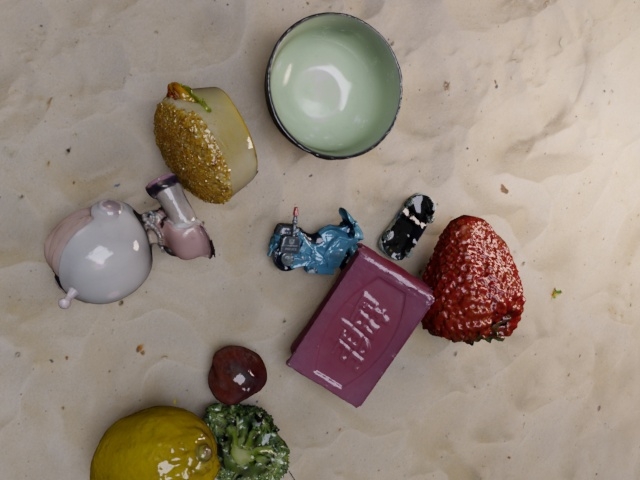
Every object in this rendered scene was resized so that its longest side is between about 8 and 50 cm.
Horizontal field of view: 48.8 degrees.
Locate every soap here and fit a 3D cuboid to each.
[{"bbox_3d":[0.098,0.217,1.802,0.233,0.128,0.359,32,102,-2],"label":"soap"}]

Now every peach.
[{"bbox_3d":[-0.207,0.345,1.768,0.152,0.152,0.151,-1,93,-18],"label":"peach"}]

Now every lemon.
[{"bbox_3d":[-0.378,0.515,1.638,0.316,0.285,0.285,-43,105,8],"label":"lemon"}]

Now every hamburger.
[{"bbox_3d":[-0.279,-0.222,1.650,0.179,0.276,0.294,-28,87,-22],"label":"hamburger"}]

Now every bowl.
[{"bbox_3d":[0.012,-0.375,1.778,0.354,0.185,0.353,-1,94,-18],"label":"bowl"}]

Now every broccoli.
[{"bbox_3d":[-0.195,0.509,1.767,0.198,0.176,0.226,-35,117,-11],"label":"broccoli"}]

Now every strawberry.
[{"bbox_3d":[0.407,0.105,1.910,0.312,0.267,0.350,1,83,-40],"label":"strawberry"}]

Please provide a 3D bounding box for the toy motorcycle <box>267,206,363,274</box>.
[{"bbox_3d":[0.000,0.000,1.832,0.272,0.123,0.181,4,102,-19],"label":"toy motorcycle"}]

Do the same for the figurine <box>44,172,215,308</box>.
[{"bbox_3d":[-0.446,0.006,1.615,0.362,0.211,0.253,-20,125,-14],"label":"figurine"}]

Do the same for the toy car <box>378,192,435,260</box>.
[{"bbox_3d":[0.241,-0.039,1.940,0.095,0.056,0.204,37,78,-16],"label":"toy car"}]

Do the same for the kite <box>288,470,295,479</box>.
[{"bbox_3d":[-0.059,0.653,1.908,0.044,0.002,0.078,-12,97,-17],"label":"kite"}]
